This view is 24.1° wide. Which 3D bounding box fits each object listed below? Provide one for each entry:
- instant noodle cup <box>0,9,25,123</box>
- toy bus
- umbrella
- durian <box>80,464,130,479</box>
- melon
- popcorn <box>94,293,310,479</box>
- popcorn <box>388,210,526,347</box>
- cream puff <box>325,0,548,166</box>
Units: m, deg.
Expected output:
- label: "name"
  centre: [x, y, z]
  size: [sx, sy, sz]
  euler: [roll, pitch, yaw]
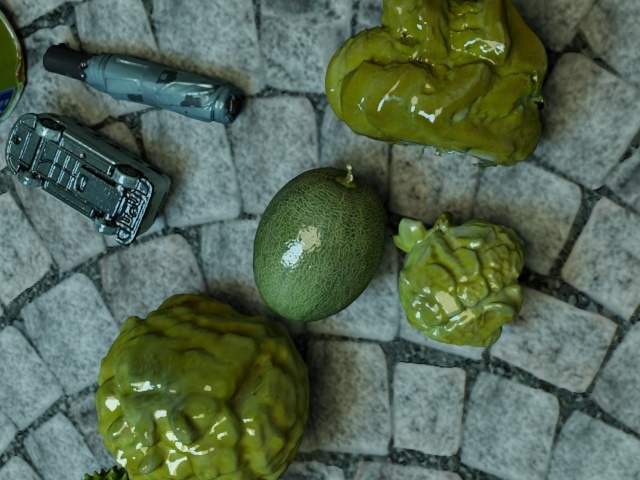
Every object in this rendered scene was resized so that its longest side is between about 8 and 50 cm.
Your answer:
- label: "instant noodle cup"
  centre: [-0.465, -0.195, 1.732]
  size: [0.205, 0.153, 0.205]
  euler: [6, 112, 14]
- label: "toy bus"
  centre: [-0.265, -0.079, 1.723]
  size: [0.194, 0.089, 0.087]
  euler: [30, 112, 15]
- label: "umbrella"
  centre: [-0.204, -0.177, 1.689]
  size: [0.250, 0.053, 0.052]
  euler: [16, 111, 19]
- label: "durian"
  centre: [-0.210, 0.364, 1.757]
  size: [0.237, 0.200, 0.176]
  euler: [30, 89, 2]
- label: "melon"
  centre: [0.000, 0.000, 1.595]
  size: [0.139, 0.139, 0.192]
  euler: [32, 118, 14]
- label: "popcorn"
  centre: [-0.131, 0.187, 1.676]
  size: [0.249, 0.249, 0.225]
  euler: [5, 135, 23]
- label: "popcorn"
  centre: [0.144, 0.040, 1.544]
  size: [0.141, 0.135, 0.162]
  euler: [-24, 95, 35]
- label: "cream puff"
  centre: [0.116, -0.172, 1.483]
  size: [0.221, 0.194, 0.195]
  euler: [9, 107, 18]
